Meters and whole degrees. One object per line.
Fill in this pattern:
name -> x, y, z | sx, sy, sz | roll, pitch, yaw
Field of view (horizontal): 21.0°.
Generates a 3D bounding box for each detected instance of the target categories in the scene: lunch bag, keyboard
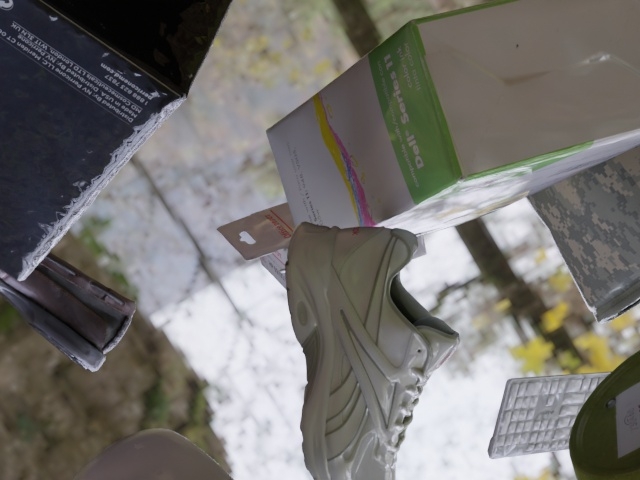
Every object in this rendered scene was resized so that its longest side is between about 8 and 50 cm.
lunch bag -> 0.260, -0.075, 1.478 | 0.169, 0.235, 0.287 | -30, 173, -24
keyboard -> 0.235, 0.151, 1.534 | 0.014, 0.072, 0.256 | 29, -161, 39

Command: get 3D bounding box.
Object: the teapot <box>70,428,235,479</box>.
teapot -> -0.110, 0.266, 1.155 | 0.187, 0.252, 0.256 | -38, 176, -19

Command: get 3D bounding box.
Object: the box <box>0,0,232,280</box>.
box -> -0.214, -0.176, 1.469 | 0.294, 0.182, 0.296 | -44, -162, 42

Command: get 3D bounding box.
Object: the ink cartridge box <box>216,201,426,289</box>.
ink cartridge box -> 0.000, 0.000, 1.715 | 0.181, 0.062, 0.104 | -19, -155, -15

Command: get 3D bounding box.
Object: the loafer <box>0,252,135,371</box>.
loafer -> -0.327, 0.015, 1.854 | 0.095, 0.302, 0.109 | -50, -158, -12

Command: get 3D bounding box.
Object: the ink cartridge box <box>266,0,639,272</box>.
ink cartridge box -> 0.095, -0.080, 1.308 | 0.207, 0.119, 0.353 | -16, 175, -25

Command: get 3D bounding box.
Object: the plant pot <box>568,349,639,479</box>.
plant pot -> 0.306, 0.205, 1.156 | 0.274, 0.293, 0.275 | -35, -161, 14

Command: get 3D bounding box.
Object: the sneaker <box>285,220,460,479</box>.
sneaker -> 0.043, 0.099, 1.214 | 0.115, 0.232, 0.090 | -6, -170, 12
